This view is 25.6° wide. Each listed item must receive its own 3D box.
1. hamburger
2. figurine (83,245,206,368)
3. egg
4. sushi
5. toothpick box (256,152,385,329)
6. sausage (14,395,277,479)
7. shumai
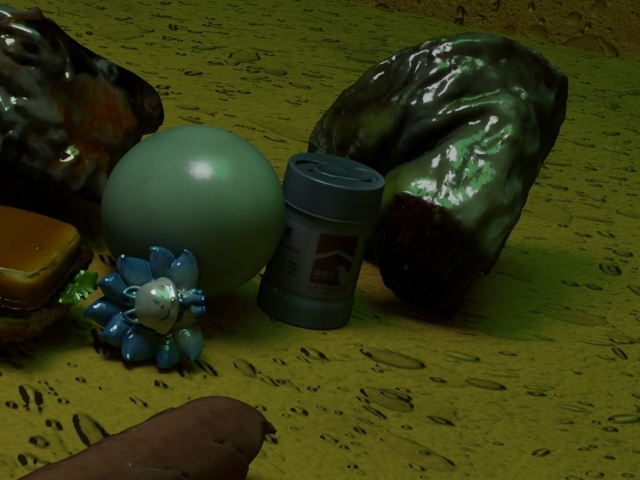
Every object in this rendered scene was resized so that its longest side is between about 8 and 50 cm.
[{"bbox_3d":[-0.272,0.037,1.238,0.137,0.087,0.166,17,22,7],"label":"hamburger"},{"bbox_3d":[-0.157,0.060,1.250,0.114,0.114,0.079,6,-5,-19],"label":"figurine"},{"bbox_3d":[-0.127,-0.027,1.367,0.168,0.168,0.231,2,-3,-28],"label":"egg"},{"bbox_3d":[-0.385,-0.162,1.497,0.417,0.176,0.417,15,-3,1],"label":"sushi"},{"bbox_3d":[0.000,0.000,1.414,0.101,0.153,0.101,11,20,-4],"label":"toothpick box"},{"bbox_3d":[-0.165,0.183,0.927,0.088,0.088,0.433,24,23,26],"label":"sausage"},{"bbox_3d":[0.154,-0.046,1.543,0.304,0.309,0.263,4,48,-20],"label":"shumai"}]
